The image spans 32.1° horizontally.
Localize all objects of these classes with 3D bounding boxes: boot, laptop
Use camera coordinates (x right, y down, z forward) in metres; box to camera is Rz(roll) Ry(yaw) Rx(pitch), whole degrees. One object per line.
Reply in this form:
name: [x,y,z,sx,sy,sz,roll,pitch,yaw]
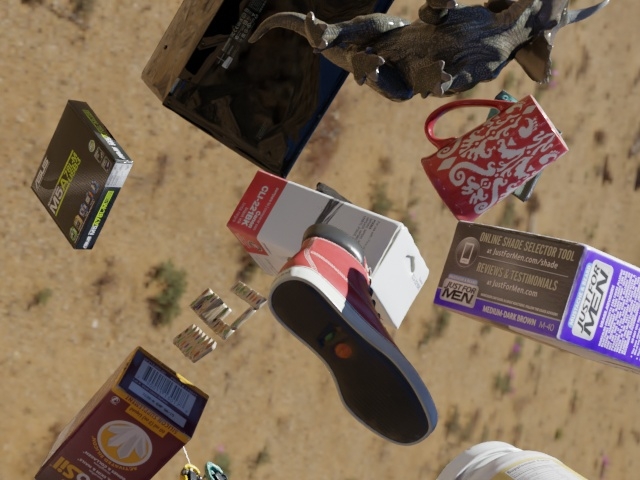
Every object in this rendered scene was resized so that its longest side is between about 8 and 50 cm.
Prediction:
boot: [0.054,0.096,1.232,0.244,0.088,0.176,51,26,-11]
laptop: [-0.114,-0.373,2.044,0.382,0.407,0.236,-58,171,7]

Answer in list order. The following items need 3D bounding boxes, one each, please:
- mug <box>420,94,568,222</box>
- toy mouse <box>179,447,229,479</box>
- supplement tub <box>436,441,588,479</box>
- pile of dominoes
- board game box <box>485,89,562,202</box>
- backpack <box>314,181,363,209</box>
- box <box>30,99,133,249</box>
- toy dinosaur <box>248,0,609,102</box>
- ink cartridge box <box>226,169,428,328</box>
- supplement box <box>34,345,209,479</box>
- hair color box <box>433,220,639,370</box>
mug: [0.224,-0.124,1.480,0.150,0.169,0.113,53,16,-14]
toy mouse: [-0.195,0.453,1.985,0.143,0.031,0.161,30,32,-38]
supplement tub: [0.319,0.441,1.550,0.241,0.331,0.241,-10,110,-28]
pile of dominoes: [-0.222,0.155,2.288,0.196,0.251,0.040,-43,106,-9]
board game box: [0.331,-0.158,1.910,0.026,0.126,0.186,-42,162,-28]
backpack: [0.000,0.000,2.149,0.182,0.152,0.115,-54,178,18]
box: [-0.411,-0.112,1.901,0.045,0.184,0.191,0,129,-48]
toy dinosaur: [0.085,-0.164,0.983,0.160,0.313,0.121,7,76,-60]
ink cartridge box: [0.015,0.016,1.786,0.114,0.272,0.197,-61,153,-15]
supplement box: [-0.226,0.224,1.262,0.188,0.104,0.081,-47,-169,28]
hair color box: [0.313,0.082,1.253,0.338,0.185,0.110,22,85,-38]
